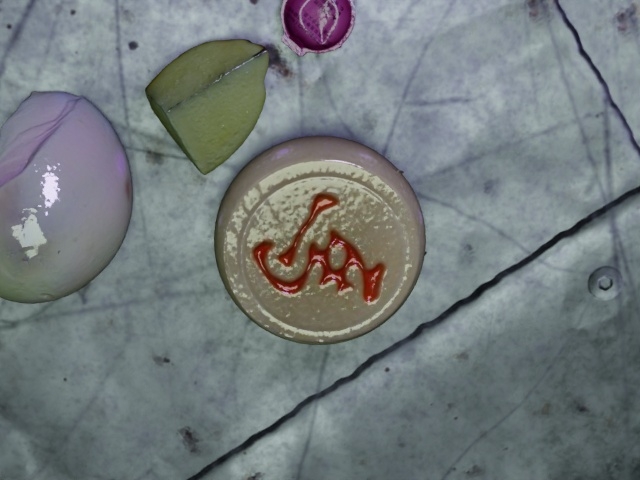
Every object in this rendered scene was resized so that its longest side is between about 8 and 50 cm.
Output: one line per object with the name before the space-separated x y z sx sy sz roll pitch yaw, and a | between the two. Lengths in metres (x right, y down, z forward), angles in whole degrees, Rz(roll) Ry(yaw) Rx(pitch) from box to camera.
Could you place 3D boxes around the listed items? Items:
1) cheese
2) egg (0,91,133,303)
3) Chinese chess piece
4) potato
cheese | 0.009 -0.289 1.527 0.095 0.038 0.145 39 96 -15
egg | -0.339 -0.026 1.528 0.206 0.162 0.271 38 103 -12
Chinese chess piece | 0.000 0.000 1.586 0.273 0.102 0.273 -1 108 -3
potato | -0.127 -0.173 1.554 0.149 0.081 0.120 -34 138 -9
